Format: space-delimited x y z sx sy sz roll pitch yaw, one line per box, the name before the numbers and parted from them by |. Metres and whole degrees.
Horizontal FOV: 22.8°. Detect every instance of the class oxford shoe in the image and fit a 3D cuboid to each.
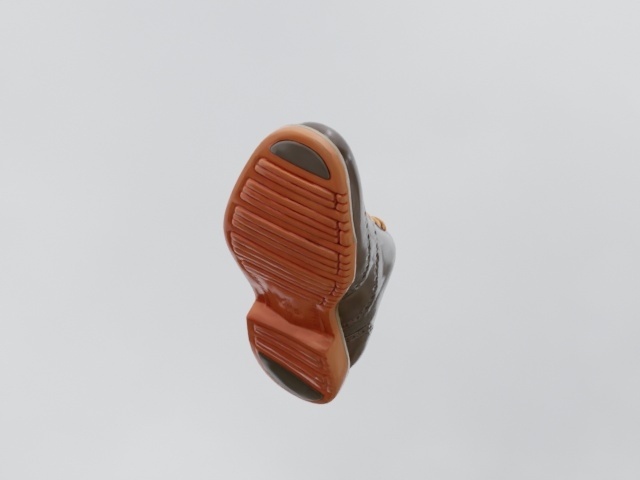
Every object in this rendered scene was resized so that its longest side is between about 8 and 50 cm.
oxford shoe | 0.000 0.000 1.450 0.133 0.130 0.364 -50 -20 -30
